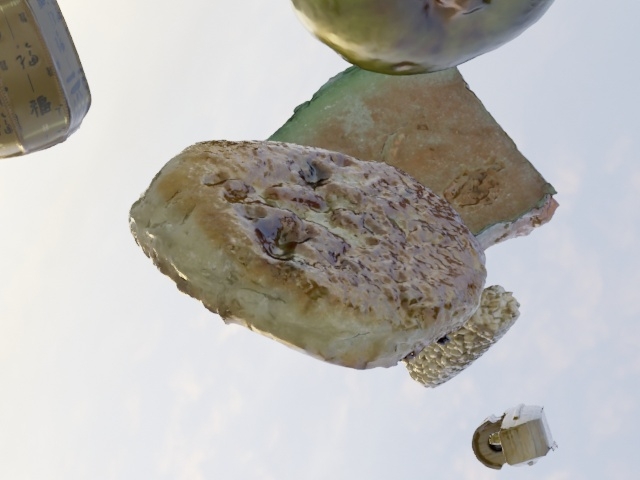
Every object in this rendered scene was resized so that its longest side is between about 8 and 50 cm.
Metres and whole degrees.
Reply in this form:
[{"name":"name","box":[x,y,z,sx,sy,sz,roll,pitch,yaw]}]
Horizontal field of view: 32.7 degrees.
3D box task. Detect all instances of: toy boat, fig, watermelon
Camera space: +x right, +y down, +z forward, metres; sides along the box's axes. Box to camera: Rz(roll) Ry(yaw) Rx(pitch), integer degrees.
[{"name":"toy boat","box":[0.212,0.220,1.205,0.088,0.226,0.068,-17,-98,12]},{"name":"fig","box":[0.057,-0.201,0.650,0.181,0.181,0.191,-42,-141,35]},{"name":"watermelon","box":[0.104,-0.059,1.302,0.264,0.151,0.302,-33,-119,-4]}]

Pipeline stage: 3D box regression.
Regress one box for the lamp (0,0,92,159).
[{"name":"lamp","box":[-0.341,-0.189,1.178,0.161,0.161,0.185,20,-49,58]}]

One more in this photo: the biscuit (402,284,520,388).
[{"name":"biscuit","box":[0.152,0.107,1.219,0.070,0.082,0.168,57,-39,12]}]

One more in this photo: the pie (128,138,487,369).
[{"name":"pie","box":[0.000,0.000,0.896,0.315,0.315,0.092,56,-47,53]}]
